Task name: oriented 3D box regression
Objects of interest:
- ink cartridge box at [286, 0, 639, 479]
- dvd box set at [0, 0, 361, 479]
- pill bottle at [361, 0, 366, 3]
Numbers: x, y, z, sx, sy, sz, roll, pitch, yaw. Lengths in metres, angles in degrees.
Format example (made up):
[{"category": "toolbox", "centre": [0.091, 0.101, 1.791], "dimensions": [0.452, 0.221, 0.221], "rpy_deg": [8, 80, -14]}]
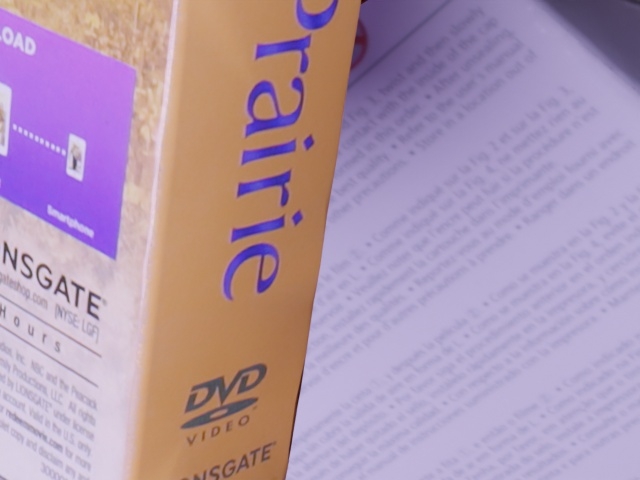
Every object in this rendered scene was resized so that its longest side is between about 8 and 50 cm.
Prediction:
[{"category": "ink cartridge box", "centre": [0.000, 0.000, 0.705], "dimensions": [0.385, 0.091, 0.308], "rpy_deg": [39, 125, -18]}, {"category": "dvd box set", "centre": [-0.104, -0.177, 0.434], "dimensions": [0.308, 0.062, 0.420], "rpy_deg": [26, 118, 37]}, {"category": "pill bottle", "centre": [0.038, -0.141, 0.435], "dimensions": [0.121, 0.121, 0.221], "rpy_deg": [44, 141, -19]}]
